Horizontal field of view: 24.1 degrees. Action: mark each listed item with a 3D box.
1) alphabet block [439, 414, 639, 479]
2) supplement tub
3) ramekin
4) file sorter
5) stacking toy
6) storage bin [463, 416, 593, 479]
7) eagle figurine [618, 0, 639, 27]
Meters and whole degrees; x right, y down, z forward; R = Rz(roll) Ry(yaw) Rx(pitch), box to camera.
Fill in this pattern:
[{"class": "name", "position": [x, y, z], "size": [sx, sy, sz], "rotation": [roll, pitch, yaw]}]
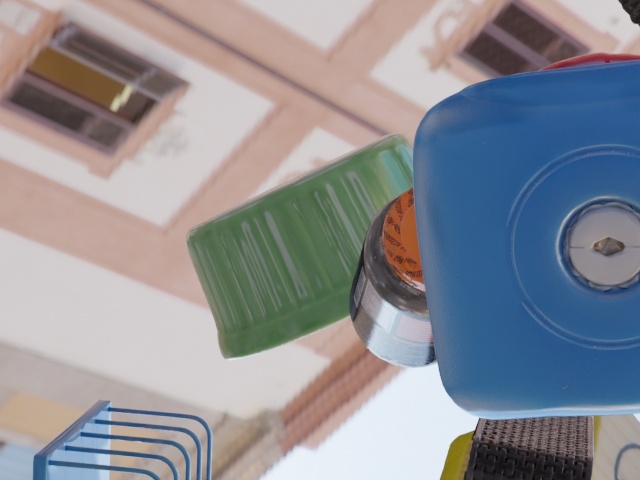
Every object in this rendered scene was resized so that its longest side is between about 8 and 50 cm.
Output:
[{"class": "alphabet block", "position": [0.230, 0.283, 1.390], "size": [0.193, 0.197, 0.192], "rotation": [-28, -155, 35]}, {"class": "supplement tub", "position": [0.089, 0.028, 1.265], "size": [0.190, 0.117, 0.117], "rotation": [103, -8, -68]}, {"class": "ramekin", "position": [0.000, 0.000, 1.648], "size": [0.303, 0.303, 0.148], "rotation": [-22, -85, 39]}, {"class": "file sorter", "position": [-0.156, 0.211, 1.209], "size": [0.104, 0.170, 0.118], "rotation": [5, -81, 8]}, {"class": "stacking toy", "position": [0.158, -0.023, 0.808], "size": [0.175, 0.302, 0.166], "rotation": [-5, -81, 13]}, {"class": "storage bin", "position": [0.144, 0.191, 1.072], "size": [0.084, 0.180, 0.122], "rotation": [9, -84, 9]}, {"class": "eagle figurine", "position": [0.425, -0.309, 1.745], "size": [0.225, 0.226, 0.298], "rotation": [15, -60, 42]}]
